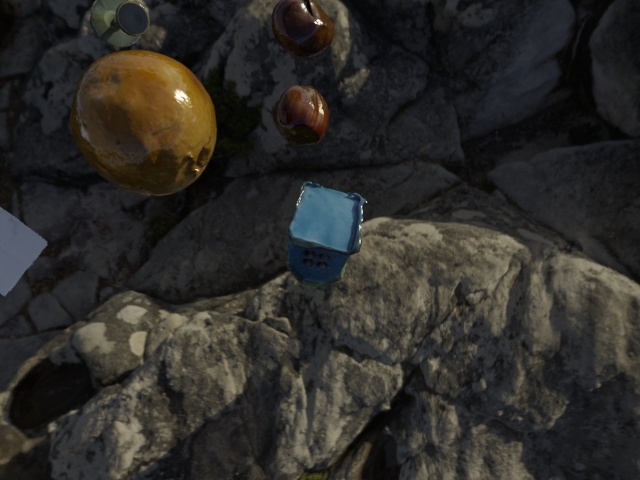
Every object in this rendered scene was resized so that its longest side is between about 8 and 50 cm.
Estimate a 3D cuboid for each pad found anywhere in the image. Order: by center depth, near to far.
[{"bbox_3d":[-0.761,0.008,1.052,0.232,0.004,0.156,32,78,11],"label":"pad"}]

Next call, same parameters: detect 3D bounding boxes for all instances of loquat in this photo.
[{"bbox_3d":[-0.395,-0.262,1.035,0.329,0.328,0.328,-5,65,11],"label":"loquat"}]

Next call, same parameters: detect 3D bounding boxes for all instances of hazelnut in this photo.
[{"bbox_3d":[-0.059,-0.659,1.427,0.204,0.178,0.178,-3,57,-34],"label":"hazelnut"},{"bbox_3d":[-0.074,-0.452,1.652,0.186,0.210,0.210,-38,53,44],"label":"hazelnut"}]

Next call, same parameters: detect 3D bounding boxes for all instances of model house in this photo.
[{"bbox_3d":[0.000,0.000,1.456,0.216,0.303,0.237,15,58,-4],"label":"model house"}]

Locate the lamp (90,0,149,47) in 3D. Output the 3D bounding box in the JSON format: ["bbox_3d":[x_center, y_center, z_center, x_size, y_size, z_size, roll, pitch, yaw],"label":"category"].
[{"bbox_3d":[-0.483,-0.530,1.091,0.215,0.121,0.121,24,71,48],"label":"lamp"}]
